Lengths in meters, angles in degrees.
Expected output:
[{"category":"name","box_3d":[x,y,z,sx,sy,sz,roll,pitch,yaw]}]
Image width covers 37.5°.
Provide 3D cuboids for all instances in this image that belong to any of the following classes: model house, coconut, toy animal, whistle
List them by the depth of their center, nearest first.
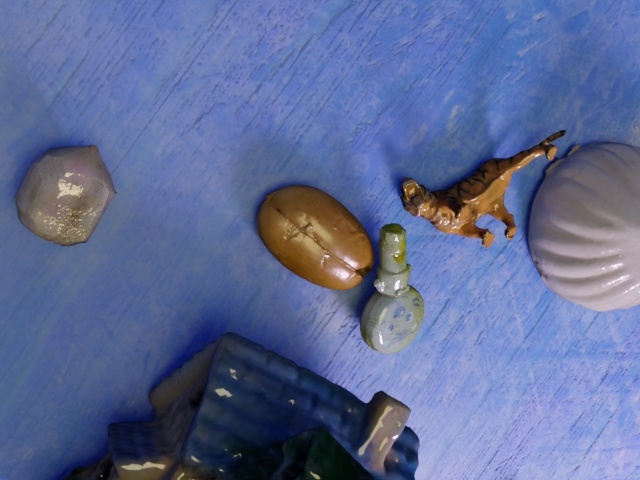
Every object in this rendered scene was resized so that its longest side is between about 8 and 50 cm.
[{"category":"model house","box_3d":[-0.068,0.331,1.123,0.395,0.445,0.400,36,91,-21]},{"category":"coconut","box_3d":[-0.299,-0.059,1.131,0.110,0.110,0.124,30,98,-23]},{"category":"whistle","box_3d":[0.096,0.067,1.308,0.104,0.057,0.198,-26,124,-34]},{"category":"toy animal","box_3d":[0.245,-0.080,1.337,0.255,0.116,0.114,-31,134,-16]}]

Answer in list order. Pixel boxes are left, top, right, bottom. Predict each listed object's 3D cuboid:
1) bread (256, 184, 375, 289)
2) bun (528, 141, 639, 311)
[{"category":"bread","box_3d":[0.000,0.000,1.269,0.189,0.077,0.114,37,84,-20]},{"category":"bun","box_3d":[0.451,-0.009,1.375,0.263,0.175,0.263,-5,106,-20]}]
